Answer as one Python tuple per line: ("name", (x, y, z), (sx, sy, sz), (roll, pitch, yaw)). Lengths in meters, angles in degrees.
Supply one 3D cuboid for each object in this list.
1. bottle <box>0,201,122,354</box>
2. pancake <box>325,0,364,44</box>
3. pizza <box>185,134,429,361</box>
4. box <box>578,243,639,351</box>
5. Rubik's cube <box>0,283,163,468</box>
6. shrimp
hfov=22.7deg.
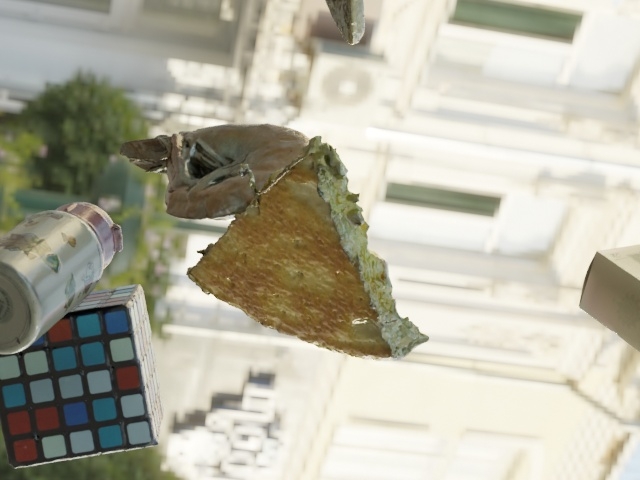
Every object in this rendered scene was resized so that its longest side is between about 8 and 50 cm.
("bottle", (-0.320, 0.031, 1.851), (0.253, 0.120, 0.120), (-49, 155, -63))
("pancake", (0.016, -0.269, 1.566), (0.158, 0.028, 0.158), (164, -90, -80))
("pizza", (0.000, 0.000, 1.663), (0.075, 0.280, 0.287), (-55, 165, -42))
("box", (0.478, 0.075, 2.113), (0.168, 0.212, 0.095), (37, -55, 44))
("Rubik's cube", (-0.302, 0.166, 1.988), (0.184, 0.187, 0.182), (-120, -160, -83))
("shrimp", (-0.134, -0.079, 1.851), (0.317, 0.168, 0.077), (3, -55, 44))
